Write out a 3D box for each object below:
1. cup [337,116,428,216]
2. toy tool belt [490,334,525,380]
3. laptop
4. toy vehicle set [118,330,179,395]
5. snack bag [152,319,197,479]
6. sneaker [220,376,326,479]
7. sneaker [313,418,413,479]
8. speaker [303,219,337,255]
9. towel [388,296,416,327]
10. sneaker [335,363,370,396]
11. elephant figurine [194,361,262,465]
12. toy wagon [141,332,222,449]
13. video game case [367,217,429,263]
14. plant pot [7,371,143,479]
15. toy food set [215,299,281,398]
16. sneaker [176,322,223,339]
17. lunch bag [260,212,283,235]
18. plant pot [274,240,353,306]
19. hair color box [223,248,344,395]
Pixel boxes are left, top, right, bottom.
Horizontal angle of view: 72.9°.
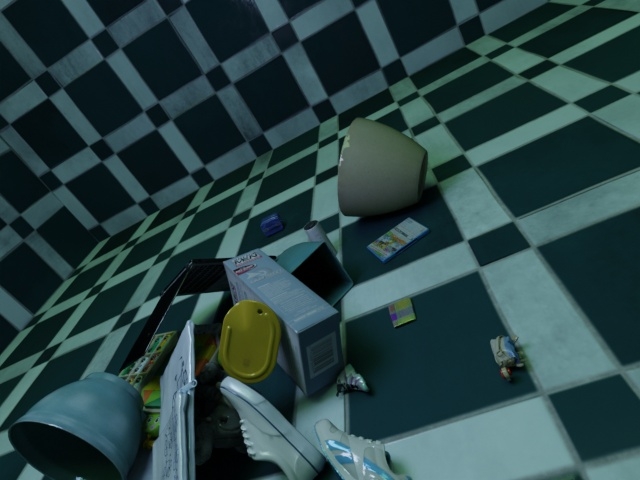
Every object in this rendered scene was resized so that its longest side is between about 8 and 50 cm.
[{"bbox_3d":[0.220,-0.225,1.427,0.236,0.331,0.331,10,43,18],"label":"cup"},{"bbox_3d":[0.346,0.210,0.791,0.051,0.052,0.083,-30,26,23],"label":"toy tool belt"},{"bbox_3d":[-0.373,0.220,1.308,0.407,0.237,0.382,-2,-18,-34],"label":"laptop"},{"bbox_3d":[-0.594,0.425,1.453,0.165,0.035,0.267,-17,30,28],"label":"toy vehicle set"},{"bbox_3d":[-0.312,0.379,0.906,0.323,0.037,0.343,-56,35,42],"label":"snack bag"},{"bbox_3d":[-0.111,0.370,0.833,0.258,0.094,0.091,36,63,17],"label":"sneaker"},{"bbox_3d":[0.070,0.389,0.761,0.092,0.088,0.228,-34,33,-19],"label":"sneaker"},{"bbox_3d":[0.000,0.000,1.421,0.055,0.136,0.055,-26,28,14],"label":"speaker"},{"bbox_3d":[0.199,0.174,1.055,0.060,0.009,0.083,-25,28,12],"label":"towel"},{"bbox_3d":[0.062,0.316,0.937,0.069,0.038,0.098,-39,18,-10],"label":"sneaker"},{"bbox_3d":[-0.203,0.390,0.941,0.185,0.170,0.239,-34,31,-24],"label":"elephant figurine"},{"bbox_3d":[-0.400,0.413,1.230,0.267,0.068,0.345,-14,32,33],"label":"toy wagon"},{"bbox_3d":[0.233,-0.003,1.312,0.166,0.015,0.119,-34,27,-4],"label":"video game case"},{"bbox_3d":[-0.574,0.464,1.092,0.292,0.293,0.196,-18,26,26],"label":"plant pot"},{"bbox_3d":[-0.147,0.230,0.937,0.128,0.218,0.071,12,6,8],"label":"toy food set"},{"bbox_3d":[-0.396,0.298,1.410,0.161,0.075,0.057,-25,27,15],"label":"sneaker"},{"bbox_3d":[-0.201,-0.066,1.827,0.098,0.067,0.065,-26,28,10],"label":"lunch bag"},{"bbox_3d":[-0.059,0.107,1.286,0.165,0.166,0.234,-43,24,-21],"label":"plant pot"},{"bbox_3d":[-0.100,0.181,1.066,0.113,0.186,0.374,-23,33,-28],"label":"hair color box"}]
